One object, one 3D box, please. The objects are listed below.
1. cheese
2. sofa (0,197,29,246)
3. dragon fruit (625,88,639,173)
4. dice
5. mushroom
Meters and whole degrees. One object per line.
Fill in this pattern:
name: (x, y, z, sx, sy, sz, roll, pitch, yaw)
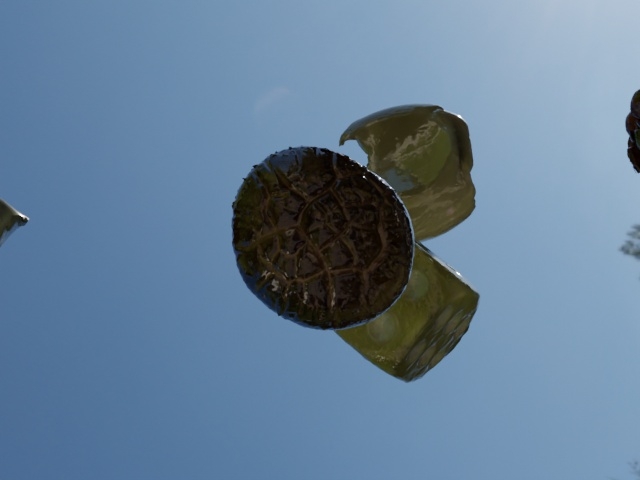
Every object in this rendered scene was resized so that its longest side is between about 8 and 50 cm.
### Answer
cheese: (0.155, -0.121, 1.506, 0.127, 0.233, 0.266, 63, -156, -54)
sofa: (-0.420, -0.034, 0.849, 0.210, 0.225, 0.176, 37, -112, -7)
dragon fruit: (0.372, -0.094, 0.889, 0.175, 0.142, 0.138, 24, -86, -42)
dice: (0.111, 0.085, 1.206, 0.166, 0.169, 0.169, -52, -28, 7)
mushroom: (0.002, -0.003, 0.558, 0.126, 0.085, 0.109, 22, -121, -5)
